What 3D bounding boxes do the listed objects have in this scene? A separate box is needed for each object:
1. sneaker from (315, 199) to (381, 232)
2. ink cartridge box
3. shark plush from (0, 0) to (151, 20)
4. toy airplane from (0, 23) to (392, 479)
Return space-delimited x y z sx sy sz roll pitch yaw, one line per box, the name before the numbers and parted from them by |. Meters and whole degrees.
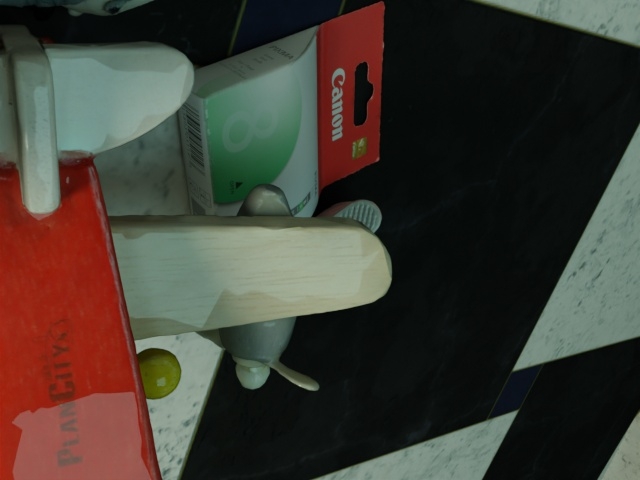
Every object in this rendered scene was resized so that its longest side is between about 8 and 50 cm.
sneaker | 0.000 0.000 0.821 0.134 0.051 0.070 -27 -177 6
ink cartridge box | -0.015 -0.092 0.729 0.224 0.056 0.181 -26 136 -27
shark plush | -0.144 -0.186 0.543 0.161 0.073 0.067 -20 116 -6
toy airplane | -0.185 0.049 0.544 0.386 0.272 0.384 40 76 -17
